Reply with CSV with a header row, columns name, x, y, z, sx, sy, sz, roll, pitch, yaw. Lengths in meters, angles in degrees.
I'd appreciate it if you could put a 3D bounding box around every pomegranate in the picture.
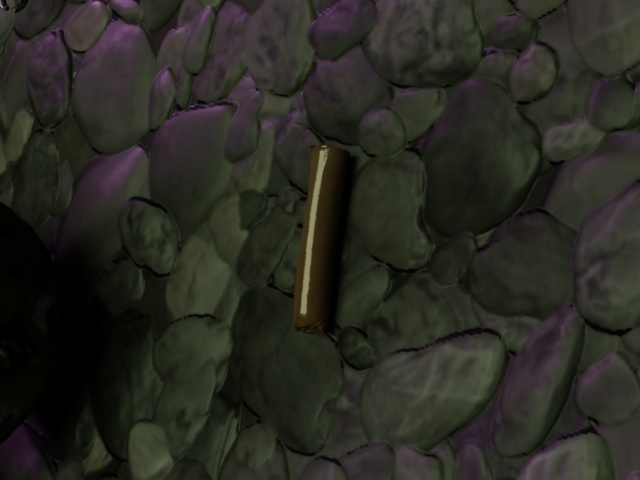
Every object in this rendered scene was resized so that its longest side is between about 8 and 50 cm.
name,x,y,z,sx,sy,sz,roll,pitch,yaw
pomegranate,-0.292,0.060,1.259,0.248,0.202,0.202,7,86,36

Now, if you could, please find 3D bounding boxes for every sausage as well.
name,x,y,z,sx,sy,sz,roll,pitch,yaw
sausage,0.000,0.000,1.104,0.026,0.026,0.116,0,81,45

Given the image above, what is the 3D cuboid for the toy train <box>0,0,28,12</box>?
name,x,y,z,sx,sy,sz,roll,pitch,yaw
toy train,-0.221,-0.278,1.351,0.127,0.089,0.219,10,88,56
